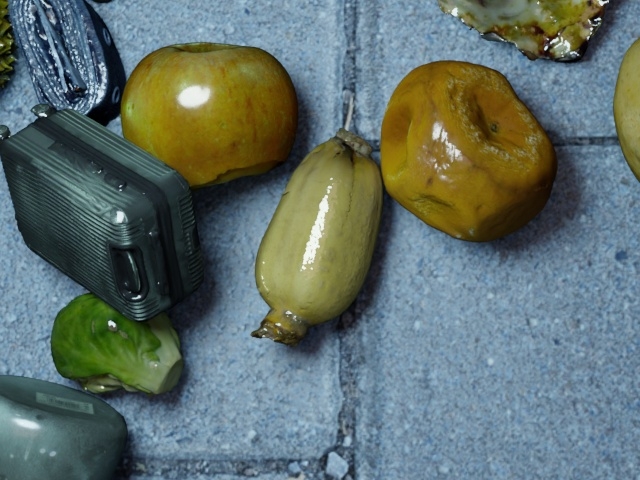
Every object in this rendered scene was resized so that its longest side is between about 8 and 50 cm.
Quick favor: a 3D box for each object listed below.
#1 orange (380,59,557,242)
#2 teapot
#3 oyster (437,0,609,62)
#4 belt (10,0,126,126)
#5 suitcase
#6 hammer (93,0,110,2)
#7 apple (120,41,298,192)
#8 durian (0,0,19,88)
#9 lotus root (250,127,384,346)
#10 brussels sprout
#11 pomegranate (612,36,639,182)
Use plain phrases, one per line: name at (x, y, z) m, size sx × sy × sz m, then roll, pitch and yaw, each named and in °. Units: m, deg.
orange at (0.189, -0.109, 1.501) m, size 0.249 × 0.183 × 0.248 m, roll 18°, pitch 51°, yaw -24°
teapot at (-0.366, 0.346, 1.532) m, size 0.223 × 0.305 × 0.285 m, roll 19°, pitch 92°, yaw 46°
oyster at (0.223, -0.377, 1.580) m, size 0.361 × 0.096 × 0.221 m, roll 17°, pitch 90°, yaw 9°
belt at (-0.358, -0.267, 1.620) m, size 0.122 × 0.128 × 0.218 m, roll -23°, pitch 80°, yaw 5°
suitcase at (-0.290, -0.042, 1.498) m, size 0.128 × 0.202 × 0.312 m, roll -34°, pitch 47°, yaw -32°
hammer at (-0.122, -0.428, 1.657) m, size 0.440 × 0.044 × 0.168 m, roll 1°, pitch 84°, yaw 7°
apple at (-0.150, -0.157, 1.539) m, size 0.237 × 0.237 × 0.207 m, roll -1°, pitch 107°, yaw 7°
durian at (-0.561, -0.303, 1.609) m, size 0.258 × 0.258 × 0.293 m, roll -36°, pitch 75°, yaw 1°
lotus root at (-0.001, 0.000, 1.536) m, size 0.146 × 0.131 × 0.303 m, roll 16°, pitch 83°, yaw 33°
brussels sprout at (-0.274, 0.136, 1.552) m, size 0.183 × 0.131 × 0.145 m, roll 1°, pitch 88°, yaw 12°
pomegranate at (0.481, -0.158, 1.432) m, size 0.261 × 0.260 × 0.260 m, roll -1°, pitch 82°, yaw 7°
